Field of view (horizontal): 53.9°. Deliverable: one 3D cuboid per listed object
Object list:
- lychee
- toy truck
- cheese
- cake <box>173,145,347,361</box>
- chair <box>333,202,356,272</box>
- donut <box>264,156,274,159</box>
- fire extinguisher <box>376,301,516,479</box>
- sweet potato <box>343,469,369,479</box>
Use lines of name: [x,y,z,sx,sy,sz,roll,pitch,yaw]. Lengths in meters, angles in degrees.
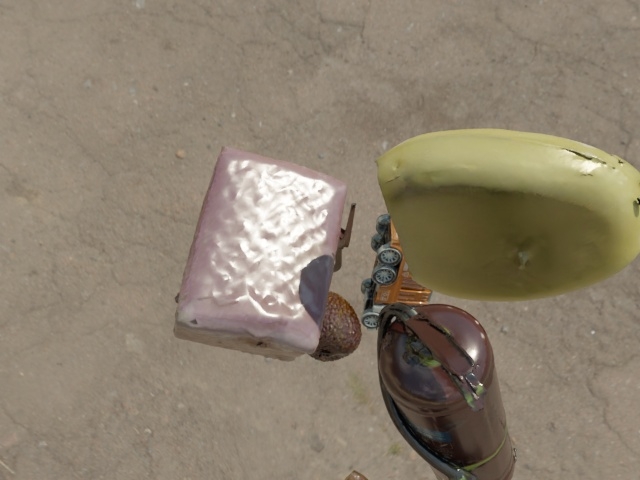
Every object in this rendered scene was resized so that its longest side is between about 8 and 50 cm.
lychee: [0.019,0.241,1.714,0.194,0.194,0.194,1,63,-3]
toy truck: [0.242,0.101,1.859,0.207,0.387,0.173,8,40,-3]
cheese: [0.240,-0.025,0.783,0.316,0.259,0.128,-2,49,25]
cake: [-0.101,0.031,1.032,0.230,0.237,0.308,17,69,-12]
chair: [0.000,0.000,1.974,0.176,0.326,0.183,1,25,-7]
donut: [-0.212,-0.134,1.740,0.152,0.259,0.101,23,31,16]
fire extinguisher: [0.127,0.159,0.580,0.105,0.341,0.141,-40,51,-10]
sweet potato: [0.120,0.672,1.722,0.117,0.049,0.049,31,65,0]
